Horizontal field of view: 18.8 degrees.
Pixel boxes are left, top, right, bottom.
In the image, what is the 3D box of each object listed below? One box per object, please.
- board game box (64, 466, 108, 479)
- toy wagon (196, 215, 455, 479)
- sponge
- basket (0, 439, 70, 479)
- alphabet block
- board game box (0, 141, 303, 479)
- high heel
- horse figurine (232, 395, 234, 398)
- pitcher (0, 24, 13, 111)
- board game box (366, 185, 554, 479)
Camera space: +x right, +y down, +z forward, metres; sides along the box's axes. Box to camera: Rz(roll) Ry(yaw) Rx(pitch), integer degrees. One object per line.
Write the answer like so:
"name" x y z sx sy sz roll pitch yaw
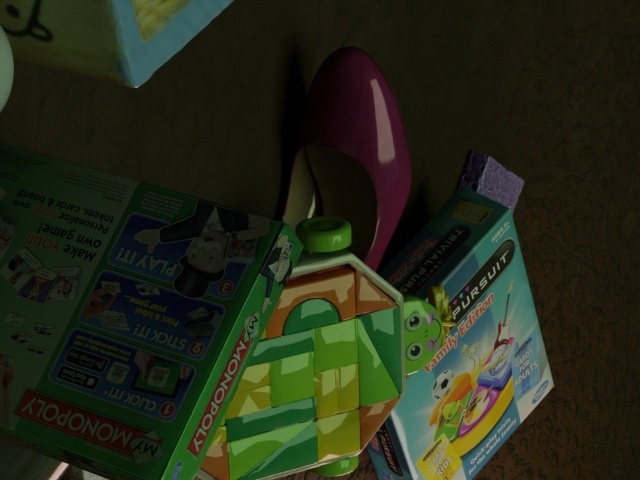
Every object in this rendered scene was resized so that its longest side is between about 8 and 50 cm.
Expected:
"board game box" -0.199 0.161 1.785 0.103 0.026 0.154 -38 135 -46
"toy wagon" -0.007 0.112 1.912 0.344 0.068 0.267 -12 114 -25
"sponge" 0.185 0.004 2.371 0.117 0.031 0.210 31 78 -59
"basket" -0.220 0.083 1.567 0.227 0.204 0.154 -60 143 -7
"alphabet block" -0.179 -0.254 1.445 0.193 0.197 0.192 -47 140 -40
"board game box" -0.195 0.048 1.440 0.214 0.317 0.046 -65 150 -16
"high heel" 0.000 0.000 1.949 0.181 0.127 0.377 -41 137 -51
"horse figurine" -0.164 0.109 1.709 0.263 0.066 0.175 10 72 -36
"pitcher" -0.330 -0.097 1.360 0.207 0.125 0.178 -8 132 -48
"board game box" 0.148 0.142 2.280 0.254 0.079 0.336 -46 142 -23
